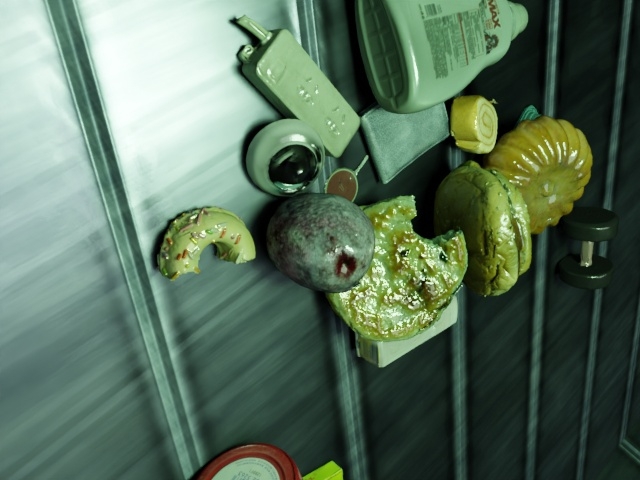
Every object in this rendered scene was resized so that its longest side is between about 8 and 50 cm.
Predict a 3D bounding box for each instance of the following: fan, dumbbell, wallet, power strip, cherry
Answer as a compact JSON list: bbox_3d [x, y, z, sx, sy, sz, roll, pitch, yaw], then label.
[{"bbox_3d":[0.056,-0.119,1.049,0.133,0.005,0.085,-51,128,-13],"label":"fan"},{"bbox_3d":[0.802,0.023,1.593,0.153,0.152,0.218,-24,119,-31],"label":"dumbbell"},{"bbox_3d":[0.177,-0.240,1.088,0.222,0.036,0.167,-39,126,-20],"label":"wallet"},{"bbox_3d":[-0.041,-0.259,0.894,0.288,0.053,0.093,40,79,-40],"label":"power strip"},{"bbox_3d":[0.004,0.004,0.929,0.195,0.195,0.195,-13,112,-35],"label":"cherry"}]

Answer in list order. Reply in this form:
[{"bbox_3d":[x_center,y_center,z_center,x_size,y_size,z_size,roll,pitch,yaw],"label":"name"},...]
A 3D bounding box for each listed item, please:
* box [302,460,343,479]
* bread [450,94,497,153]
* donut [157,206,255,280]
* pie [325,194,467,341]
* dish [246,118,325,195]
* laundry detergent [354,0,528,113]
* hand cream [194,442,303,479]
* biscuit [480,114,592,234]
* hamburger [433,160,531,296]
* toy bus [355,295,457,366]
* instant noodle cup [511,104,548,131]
[{"bbox_3d":[-0.030,0.690,1.220,0.187,0.047,0.334,-15,112,-34],"label":"box"},{"bbox_3d":[0.343,-0.251,1.167,0.149,0.073,0.122,2,94,-54],"label":"bread"},{"bbox_3d":[-0.178,0.001,0.861,0.166,0.065,0.108,-8,109,-37],"label":"donut"},{"bbox_3d":[0.143,0.061,1.061,0.303,0.067,0.302,-1,98,-6],"label":"pie"},{"bbox_3d":[-0.047,-0.122,0.887,0.141,0.078,0.141,-13,129,-17],"label":"dish"},{"bbox_3d":[0.254,-0.412,1.014,0.398,0.125,0.263,-26,105,-31],"label":"laundry detergent"},{"bbox_3d":[-0.124,0.499,0.967,0.230,0.230,0.149,-30,121,-28],"label":"hand cream"},{"bbox_3d":[0.527,-0.140,1.296,0.326,0.107,0.325,-10,124,-15],"label":"biscuit"},{"bbox_3d":[0.332,-0.023,1.137,0.134,0.285,0.265,-22,117,-13],"label":"hamburger"},{"bbox_3d":[0.199,0.185,1.196,0.268,0.106,0.092,-22,119,-32],"label":"toy bus"},{"bbox_3d":[0.557,-0.240,1.370,0.179,0.070,0.157,41,76,-38],"label":"instant noodle cup"}]
